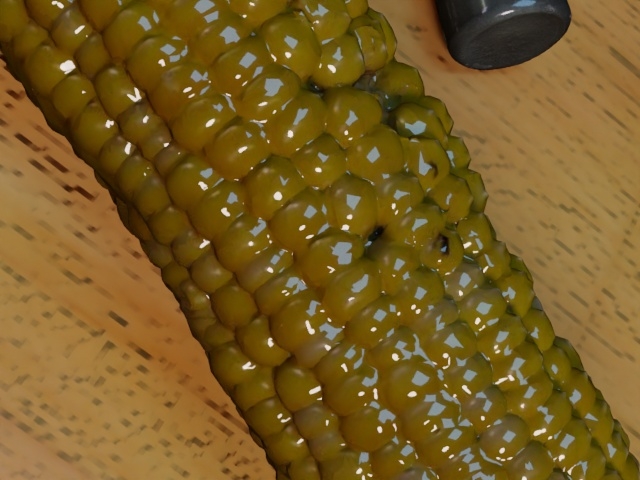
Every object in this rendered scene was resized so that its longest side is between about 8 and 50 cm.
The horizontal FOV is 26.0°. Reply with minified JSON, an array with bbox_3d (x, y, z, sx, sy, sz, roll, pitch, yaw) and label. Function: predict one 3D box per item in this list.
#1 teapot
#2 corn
[{"bbox_3d":[0.050,-0.116,0.477,0.043,0.043,0.110,-4,68,-30],"label":"teapot"},{"bbox_3d":[0.000,0.000,0.367,0.097,0.097,0.319,-29,87,-35],"label":"corn"}]
